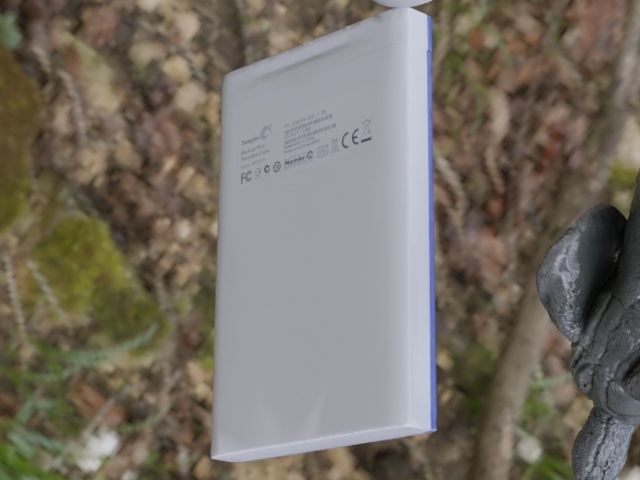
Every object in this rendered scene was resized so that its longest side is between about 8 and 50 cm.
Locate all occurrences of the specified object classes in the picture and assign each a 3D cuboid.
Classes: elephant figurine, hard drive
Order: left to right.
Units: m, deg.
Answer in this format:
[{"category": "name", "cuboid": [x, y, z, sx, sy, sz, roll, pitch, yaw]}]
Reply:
[{"category": "hard drive", "cuboid": [0.000, 0.000, 1.303, 0.040, 0.210, 0.319, 16, 67, -43]}, {"category": "elephant figurine", "cuboid": [0.227, 0.048, 1.131, 0.239, 0.186, 0.169, -51, -161, -3]}]

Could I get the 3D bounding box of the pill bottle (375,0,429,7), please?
[{"category": "pill bottle", "cuboid": [0.019, -0.245, 1.059, 0.119, 0.119, 0.208, -53, 138, -7]}]
